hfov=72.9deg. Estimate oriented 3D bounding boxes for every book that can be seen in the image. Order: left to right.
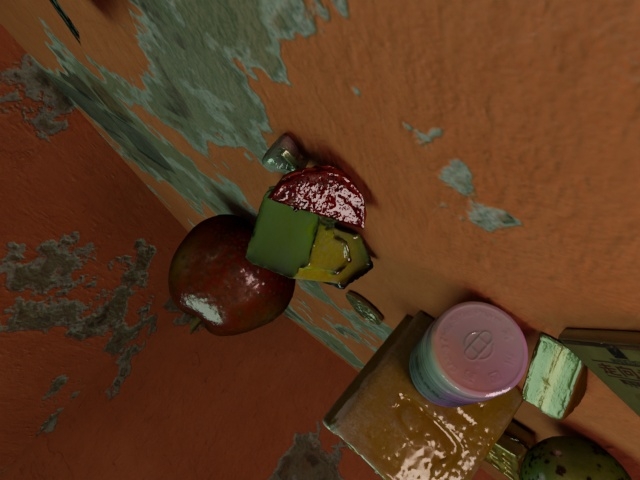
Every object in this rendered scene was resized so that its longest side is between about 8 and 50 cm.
[{"bbox_3d":[0.431,0.192,0.526,0.231,0.026,0.161,42,164,-4],"label":"book"}]

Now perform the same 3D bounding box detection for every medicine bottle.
[{"bbox_3d":[0.247,0.210,0.768,0.152,0.152,0.254,36,164,18],"label":"medicine bottle"}]

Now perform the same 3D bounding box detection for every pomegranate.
[{"bbox_3d":[0.502,0.517,0.836,0.215,0.247,0.214,9,144,6],"label":"pomegranate"}]

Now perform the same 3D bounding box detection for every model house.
[{"bbox_3d":[0.000,0.000,0.879,0.212,0.170,0.194,18,176,-42],"label":"model house"}]

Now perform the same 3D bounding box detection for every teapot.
[{"bbox_3d":[-0.054,-0.133,0.713,0.064,0.064,0.083,38,179,-20],"label":"teapot"}]

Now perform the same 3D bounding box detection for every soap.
[{"bbox_3d":[0.218,0.364,0.940,0.293,0.335,0.156,44,164,5],"label":"soap"}]

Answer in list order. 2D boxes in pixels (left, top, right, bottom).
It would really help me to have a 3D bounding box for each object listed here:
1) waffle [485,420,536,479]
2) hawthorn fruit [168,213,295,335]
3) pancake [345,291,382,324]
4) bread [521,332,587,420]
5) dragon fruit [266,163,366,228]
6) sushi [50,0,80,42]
[{"bbox_3d":[0.498,0.567,1.245,0.224,0.098,0.327,26,156,39],"label":"waffle"},{"bbox_3d":[-0.290,0.137,1.396,0.403,0.402,0.402,37,164,13],"label":"hawthorn fruit"},{"bbox_3d":[0.124,0.196,1.245,0.140,0.022,0.139,37,163,14],"label":"pancake"},{"bbox_3d":[0.380,0.198,0.684,0.074,0.084,0.139,26,128,43],"label":"bread"},{"bbox_3d":[-0.003,-0.084,0.692,0.162,0.083,0.106,11,-166,-16],"label":"dragon fruit"},{"bbox_3d":[-0.409,-0.459,0.641,0.373,0.100,0.296,35,157,58],"label":"sushi"}]
